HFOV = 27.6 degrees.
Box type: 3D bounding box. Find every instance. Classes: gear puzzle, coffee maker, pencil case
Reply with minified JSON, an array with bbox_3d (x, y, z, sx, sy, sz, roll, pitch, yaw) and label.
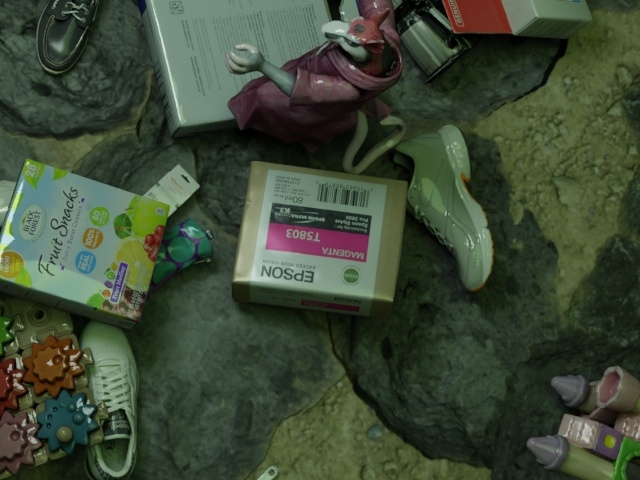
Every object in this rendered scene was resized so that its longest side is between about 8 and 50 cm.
[{"bbox_3d":[-0.405,0.137,1.747,0.176,0.044,0.338,-20,70,1],"label":"gear puzzle"},{"bbox_3d":[0.172,-0.360,2.029,0.178,0.120,0.171,50,47,-2],"label":"coffee maker"},{"bbox_3d":[-0.223,0.032,1.850,0.152,0.064,0.070,-34,85,-19],"label":"pencil case"}]

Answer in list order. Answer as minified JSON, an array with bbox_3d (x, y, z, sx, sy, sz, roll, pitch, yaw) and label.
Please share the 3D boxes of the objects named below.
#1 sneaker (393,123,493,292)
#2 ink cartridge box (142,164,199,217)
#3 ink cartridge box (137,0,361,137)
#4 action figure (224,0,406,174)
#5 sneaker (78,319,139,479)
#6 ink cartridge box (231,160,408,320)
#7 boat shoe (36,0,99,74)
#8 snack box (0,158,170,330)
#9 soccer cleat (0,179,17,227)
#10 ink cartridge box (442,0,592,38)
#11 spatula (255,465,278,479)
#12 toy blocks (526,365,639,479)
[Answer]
[{"bbox_3d":[0.179,-0.041,1.972,0.121,0.099,0.262,-11,74,-10],"label":"sneaker"},{"bbox_3d":[-0.221,-0.065,1.889,0.048,0.028,0.083,46,71,-3],"label":"ink cartridge box"},{"bbox_3d":[-0.102,-0.337,1.959,0.330,0.071,0.324,-10,81,-23],"label":"ink cartridge box"},{"bbox_3d":[0.021,-0.204,1.739,0.248,0.370,0.275,-45,100,-20],"label":"action figure"},{"bbox_3d":[-0.284,0.217,1.779,0.090,0.095,0.235,-5,78,-15],"label":"sneaker"},{"bbox_3d":[0.000,0.000,1.871,0.235,0.088,0.193,7,68,0],"label":"ink cartridge box"},{"bbox_3d":[-0.361,-0.342,1.889,0.075,0.065,0.206,20,74,-11],"label":"boat shoe"},{"bbox_3d":[-0.325,0.007,1.751,0.207,0.070,0.174,17,68,-14],"label":"snack box"},{"bbox_3d":[-0.412,-0.048,1.819,0.196,0.068,0.076,7,98,-16],"label":"soccer cleat"},{"bbox_3d":[0.273,-0.460,2.028,0.261,0.066,0.296,-6,71,-39],"label":"ink cartridge box"},{"bbox_3d":[-0.106,0.448,1.823,0.242,0.019,0.168,-42,86,-20],"label":"spatula"},{"bbox_3d":[0.411,0.311,1.839,0.260,0.309,0.288,26,72,-16],"label":"toy blocks"}]
